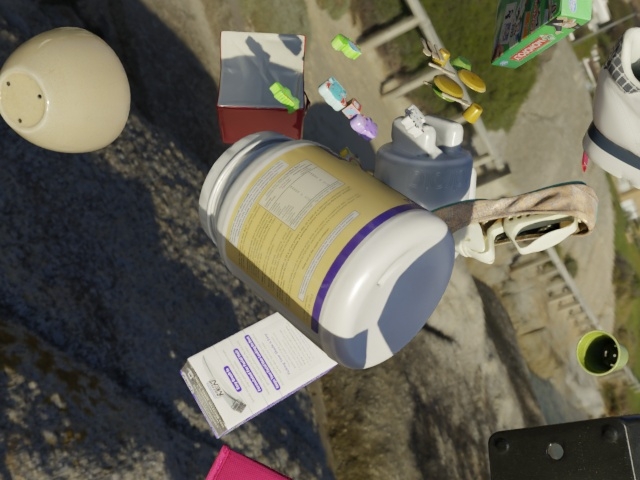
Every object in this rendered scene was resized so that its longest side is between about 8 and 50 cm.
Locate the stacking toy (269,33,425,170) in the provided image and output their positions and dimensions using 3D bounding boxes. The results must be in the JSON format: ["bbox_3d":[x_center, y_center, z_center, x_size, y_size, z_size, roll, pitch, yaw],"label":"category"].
[{"bbox_3d":[0.045,-0.214,1.157,0.221,0.167,0.052,42,40,-22],"label":"stacking toy"}]

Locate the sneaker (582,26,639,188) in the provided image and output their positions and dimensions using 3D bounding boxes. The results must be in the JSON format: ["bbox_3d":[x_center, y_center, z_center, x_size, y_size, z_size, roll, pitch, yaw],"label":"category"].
[{"bbox_3d":[0.283,-0.060,0.458,0.235,0.090,0.095,34,-40,35],"label":"sneaker"}]

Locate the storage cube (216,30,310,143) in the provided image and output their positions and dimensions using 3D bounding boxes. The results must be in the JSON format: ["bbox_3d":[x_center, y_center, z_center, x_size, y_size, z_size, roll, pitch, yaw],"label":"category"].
[{"bbox_3d":[-0.126,-0.333,1.559,0.193,0.214,0.184,101,-10,-74],"label":"storage cube"}]

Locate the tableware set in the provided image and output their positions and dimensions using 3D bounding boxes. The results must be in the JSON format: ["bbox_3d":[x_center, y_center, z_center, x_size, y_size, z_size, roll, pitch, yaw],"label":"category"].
[{"bbox_3d":[0.187,-0.219,0.974,0.104,0.024,0.154,16,41,-24],"label":"tableware set"}]

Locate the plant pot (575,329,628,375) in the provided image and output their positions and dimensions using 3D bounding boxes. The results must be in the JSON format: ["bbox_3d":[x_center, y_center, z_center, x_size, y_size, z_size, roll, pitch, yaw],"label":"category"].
[{"bbox_3d":[0.537,0.213,1.316,0.079,0.083,0.083,14,52,-42],"label":"plant pot"}]

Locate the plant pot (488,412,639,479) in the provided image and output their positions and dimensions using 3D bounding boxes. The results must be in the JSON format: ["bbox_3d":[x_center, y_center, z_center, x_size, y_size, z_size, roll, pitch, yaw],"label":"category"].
[{"bbox_3d":[0.251,0.254,0.652,0.167,0.187,0.188,34,48,-44],"label":"plant pot"}]

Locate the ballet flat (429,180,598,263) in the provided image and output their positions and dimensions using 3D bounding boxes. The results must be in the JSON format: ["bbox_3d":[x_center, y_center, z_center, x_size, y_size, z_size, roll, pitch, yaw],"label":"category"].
[{"bbox_3d":[0.310,-0.021,1.196,0.107,0.315,0.106,47,36,-49],"label":"ballet flat"}]

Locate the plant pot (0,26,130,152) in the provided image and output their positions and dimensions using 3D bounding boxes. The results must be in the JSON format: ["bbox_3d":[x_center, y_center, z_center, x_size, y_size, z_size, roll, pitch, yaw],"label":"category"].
[{"bbox_3d":[-0.592,-0.320,1.541,0.284,0.284,0.191,64,23,-8],"label":"plant pot"}]

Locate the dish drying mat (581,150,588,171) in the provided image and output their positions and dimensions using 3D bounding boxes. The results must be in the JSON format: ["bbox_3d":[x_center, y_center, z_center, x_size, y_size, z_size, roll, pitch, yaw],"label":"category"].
[{"bbox_3d":[0.662,-0.204,1.756,0.083,0.008,0.032,-55,129,-49],"label":"dish drying mat"}]

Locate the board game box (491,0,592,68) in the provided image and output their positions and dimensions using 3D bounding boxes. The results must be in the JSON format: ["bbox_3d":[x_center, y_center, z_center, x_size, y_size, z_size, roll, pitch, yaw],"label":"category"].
[{"bbox_3d":[0.321,-0.431,0.999,0.213,0.046,0.318,167,-69,-79],"label":"board game box"}]

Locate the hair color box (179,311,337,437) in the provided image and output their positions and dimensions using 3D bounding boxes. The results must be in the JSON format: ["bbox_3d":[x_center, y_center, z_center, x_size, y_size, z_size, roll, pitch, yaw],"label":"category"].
[{"bbox_3d":[-0.139,0.298,1.671,0.338,0.110,0.185,-24,75,-33],"label":"hair color box"}]

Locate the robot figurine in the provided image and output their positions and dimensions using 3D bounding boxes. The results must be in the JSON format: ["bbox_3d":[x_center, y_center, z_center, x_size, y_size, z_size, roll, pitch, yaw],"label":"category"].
[{"bbox_3d":[0.208,-0.081,1.473,0.199,0.299,0.354,37,-49,55],"label":"robot figurine"}]

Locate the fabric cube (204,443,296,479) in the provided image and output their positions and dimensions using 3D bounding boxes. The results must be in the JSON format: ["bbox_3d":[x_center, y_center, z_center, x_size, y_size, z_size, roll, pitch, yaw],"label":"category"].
[{"bbox_3d":[-0.042,0.381,0.646,0.259,0.258,0.254,-63,179,-27],"label":"fabric cube"}]

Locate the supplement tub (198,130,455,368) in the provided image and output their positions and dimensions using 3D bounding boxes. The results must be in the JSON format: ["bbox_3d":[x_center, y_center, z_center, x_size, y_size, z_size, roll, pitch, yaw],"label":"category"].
[{"bbox_3d":[0.000,0.000,1.019,0.331,0.241,0.241,37,0,34],"label":"supplement tub"}]
